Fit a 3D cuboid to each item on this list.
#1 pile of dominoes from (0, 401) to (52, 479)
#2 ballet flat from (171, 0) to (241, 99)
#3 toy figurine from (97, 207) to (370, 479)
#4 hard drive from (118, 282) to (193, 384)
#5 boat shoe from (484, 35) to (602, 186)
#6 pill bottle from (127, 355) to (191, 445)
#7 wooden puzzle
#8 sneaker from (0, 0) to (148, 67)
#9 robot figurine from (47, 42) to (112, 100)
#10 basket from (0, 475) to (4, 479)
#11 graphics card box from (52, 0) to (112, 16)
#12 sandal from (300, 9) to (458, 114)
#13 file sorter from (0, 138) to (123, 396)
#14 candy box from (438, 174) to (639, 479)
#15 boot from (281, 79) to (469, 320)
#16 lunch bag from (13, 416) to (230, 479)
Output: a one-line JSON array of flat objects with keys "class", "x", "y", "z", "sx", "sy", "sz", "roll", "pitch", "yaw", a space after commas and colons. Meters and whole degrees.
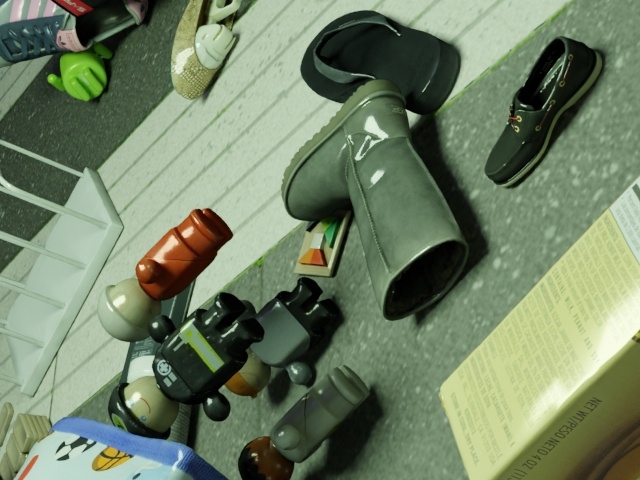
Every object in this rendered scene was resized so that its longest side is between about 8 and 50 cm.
[{"class": "pile of dominoes", "x": -0.404, "y": 0.351, "z": 1.704, "sx": 0.196, "sy": 0.040, "sz": 0.251, "roll": 45, "pitch": 118, "yaw": 55}, {"class": "ballet flat", "x": -0.133, "y": -0.275, "z": 1.630, "sx": 0.067, "sy": 0.073, "sz": 0.206, "roll": -2, "pitch": 72, "yaw": 43}, {"class": "toy figurine", "x": -0.081, "y": 0.102, "z": 1.135, "sx": 0.148, "sy": 0.209, "sz": 0.213, "roll": -45, "pitch": 35, "yaw": 15}, {"class": "hard drive", "x": -0.189, "y": 0.107, "z": 1.504, "sx": 0.094, "sy": 0.022, "sz": 0.135, "roll": -13, "pitch": 60, "yaw": 56}, {"class": "boat shoe", "x": 0.167, "y": -0.102, "z": 1.037, "sx": 0.133, "sy": 0.042, "sz": 0.049, "roll": -56, "pitch": 33, "yaw": 22}, {"class": "pill bottle", "x": -0.176, "y": 0.195, "z": 1.365, "sx": 0.078, "sy": 0.078, "sz": 0.137, "roll": -30, "pitch": 46, "yaw": 47}, {"class": "wooden puzzle", "x": 0.000, "y": 0.000, "z": 1.272, "sx": 0.078, "sy": 0.014, "sz": 0.116, "roll": -11, "pitch": 61, "yaw": 56}, {"class": "sneaker", "x": -0.400, "y": -0.321, "z": 1.946, "sx": 0.319, "sy": 0.112, "sz": 0.131, "roll": -24, "pitch": 45, "yaw": 12}, {"class": "robot figurine", "x": -0.360, "y": -0.257, "z": 1.991, "sx": 0.101, "sy": 0.067, "sz": 0.115, "roll": -35, "pitch": 35, "yaw": 8}, {"class": "basket", "x": -0.402, "y": 0.364, "z": 1.526, "sx": 0.227, "sy": 0.154, "sz": 0.204, "roll": 29, "pitch": 121, "yaw": 48}, {"class": "graphics card box", "x": -0.220, "y": -0.468, "z": 1.785, "sx": 0.370, "sy": 0.094, "sz": 0.233, "roll": -12, "pitch": 58, "yaw": 37}, {"class": "sandal", "x": 0.046, "y": -0.183, "z": 1.277, "sx": 0.254, "sy": 0.054, "sz": 0.097, "roll": 20, "pitch": 88, "yaw": 61}, {"class": "file sorter", "x": -0.425, "y": 0.030, "z": 1.798, "sx": 0.278, "sy": 0.173, "sz": 0.193, "roll": -60, "pitch": 29, "yaw": 14}, {"class": "candy box", "x": 0.232, "y": 0.032, "z": 0.689, "sx": 0.316, "sy": 0.182, "sz": 0.088, "roll": -51, "pitch": 34, "yaw": 27}, {"class": "boot", "x": 0.044, "y": -0.015, "z": 1.153, "sx": 0.190, "sy": 0.076, "sz": 0.209, "roll": -55, "pitch": 44, "yaw": 40}, {"class": "lunch bag", "x": -0.204, "y": 0.322, "z": 1.030, "sx": 0.385, "sy": 0.239, "sz": 0.328, "roll": 0, "pitch": 50, "yaw": 55}]
